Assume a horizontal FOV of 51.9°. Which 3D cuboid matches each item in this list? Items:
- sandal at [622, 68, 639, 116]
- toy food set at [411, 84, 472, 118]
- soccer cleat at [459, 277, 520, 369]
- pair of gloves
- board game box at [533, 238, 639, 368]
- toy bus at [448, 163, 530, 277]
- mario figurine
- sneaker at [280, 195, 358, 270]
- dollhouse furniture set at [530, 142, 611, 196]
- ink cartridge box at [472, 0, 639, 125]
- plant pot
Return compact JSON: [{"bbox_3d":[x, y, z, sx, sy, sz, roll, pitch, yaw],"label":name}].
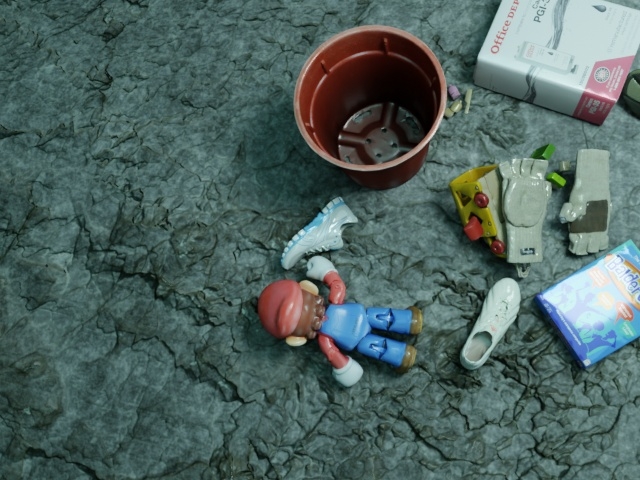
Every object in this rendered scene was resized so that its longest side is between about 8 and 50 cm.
[{"bbox_3d":[0.748,-0.289,1.284,0.302,0.120,0.086,6,50,9],"label":"sandal"},{"bbox_3d":[0.260,-0.298,1.405,0.122,0.019,0.078,9,81,21],"label":"toy food set"},{"bbox_3d":[0.328,0.159,1.254,0.068,0.076,0.196,28,83,15],"label":"soccer cleat"},{"bbox_3d":[0.451,-0.066,1.253,0.240,0.042,0.204,-8,98,-14],"label":"pair of gloves"},{"bbox_3d":[0.540,0.120,1.242,0.210,0.047,0.160,-32,74,0],"label":"board game box"},{"bbox_3d":[0.328,-0.047,1.288,0.104,0.191,0.202,-1,71,54],"label":"toy bus"},{"bbox_3d":[0.032,0.158,1.305,0.320,0.170,0.198,15,43,3],"label":"mario figurine"},{"bbox_3d":[0.000,0.000,1.354,0.191,0.071,0.083,-45,80,-2],"label":"sneaker"},{"bbox_3d":[0.495,-0.128,1.321,0.151,0.058,0.076,36,78,-5],"label":"dollhouse furniture set"},{"bbox_3d":[0.480,-0.386,1.335,0.283,0.117,0.207,22,82,14],"label":"ink cartridge box"},{"bbox_3d":[0.107,-0.229,1.282,0.272,0.265,0.273,-2,79,10],"label":"plant pot"}]
